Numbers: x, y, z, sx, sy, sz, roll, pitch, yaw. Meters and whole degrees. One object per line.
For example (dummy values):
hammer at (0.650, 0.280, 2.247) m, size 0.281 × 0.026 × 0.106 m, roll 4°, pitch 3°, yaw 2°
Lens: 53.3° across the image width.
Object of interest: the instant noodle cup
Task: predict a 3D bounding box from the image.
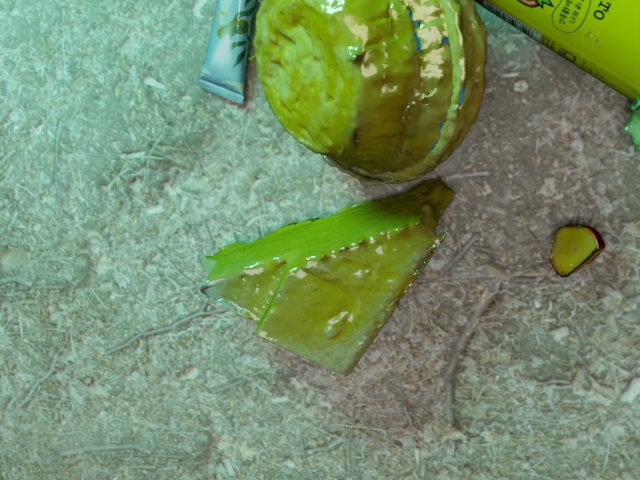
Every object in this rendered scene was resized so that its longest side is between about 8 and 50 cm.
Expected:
instant noodle cup at (0.337, -0.349, 0.731) m, size 0.254 × 0.325 × 0.325 m, roll 31°, pitch 114°, yaw 14°

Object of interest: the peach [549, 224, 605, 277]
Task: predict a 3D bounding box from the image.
peach at (0.391, 0.016, 0.966) m, size 0.077 × 0.050 × 0.083 m, roll 7°, pitch 102°, yaw 38°

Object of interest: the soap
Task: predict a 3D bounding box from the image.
soap at (0.000, 0.000, 1.009) m, size 0.304 × 0.169 × 0.338 m, roll 28°, pitch 113°, yaw -6°

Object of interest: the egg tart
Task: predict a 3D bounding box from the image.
egg tart at (0.034, -0.244, 0.843) m, size 0.388 × 0.169 × 0.387 m, roll 32°, pitch 134°, yaw 40°

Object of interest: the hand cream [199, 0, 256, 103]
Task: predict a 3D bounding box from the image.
hand cream at (-0.131, -0.346, 0.993) m, size 0.088 × 0.055 × 0.256 m, roll 23°, pitch 120°, yaw 12°

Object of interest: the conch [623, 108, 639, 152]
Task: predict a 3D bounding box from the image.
conch at (0.523, -0.177, 0.828) m, size 0.251 × 0.143 × 0.137 m, roll -25°, pitch 143°, yaw 9°
